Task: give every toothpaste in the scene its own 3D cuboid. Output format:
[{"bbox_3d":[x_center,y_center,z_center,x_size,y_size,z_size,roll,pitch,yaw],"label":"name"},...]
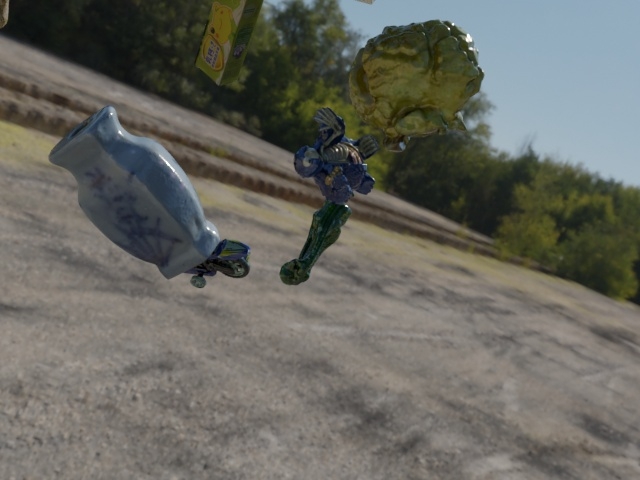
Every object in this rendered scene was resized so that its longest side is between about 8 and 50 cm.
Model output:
[{"bbox_3d":[-0.242,-0.582,2.110,0.110,0.328,0.077,41,42,17],"label":"toothpaste"}]

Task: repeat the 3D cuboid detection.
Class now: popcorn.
[{"bbox_3d":[0.183,-0.309,1.537,0.224,0.270,0.258,17,25,-46],"label":"popcorn"}]

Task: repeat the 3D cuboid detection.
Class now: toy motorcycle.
[{"bbox_3d":[-0.329,0.030,2.034,0.315,0.113,0.169,7,-36,12],"label":"toy motorcycle"}]

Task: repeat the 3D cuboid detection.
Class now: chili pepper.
[{"bbox_3d":[-0.004,-0.004,1.710,0.074,0.257,0.100,22,-27,14],"label":"chili pepper"}]

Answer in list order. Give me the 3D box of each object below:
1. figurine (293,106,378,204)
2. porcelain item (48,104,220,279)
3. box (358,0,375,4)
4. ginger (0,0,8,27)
[{"bbox_3d":[0.019,-0.154,1.568,0.120,0.164,0.262,-2,-10,29],"label":"figurine"},{"bbox_3d":[-0.421,-0.106,1.826,0.405,0.242,0.179,50,29,-25],"label":"porcelain item"},{"bbox_3d":[0.111,-0.577,1.718,0.083,0.154,0.040,24,-37,18],"label":"box"},{"bbox_3d":[-0.568,-0.495,1.433,0.149,0.259,0.065,38,32,22],"label":"ginger"}]
